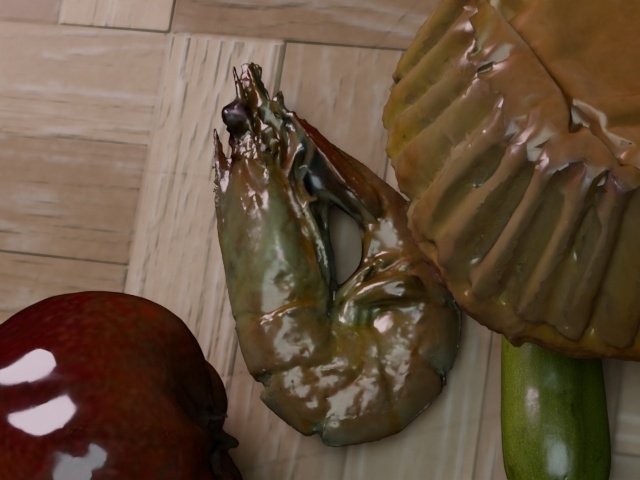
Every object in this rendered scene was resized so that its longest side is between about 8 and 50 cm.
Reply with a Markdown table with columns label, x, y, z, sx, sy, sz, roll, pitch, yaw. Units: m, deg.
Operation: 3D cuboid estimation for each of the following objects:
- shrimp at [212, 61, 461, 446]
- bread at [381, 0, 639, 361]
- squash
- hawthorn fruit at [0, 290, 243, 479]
| label | x | y | z | sx | sy | sz | roll | pitch | yaw |
| --- | --- | --- | --- | --- | --- | --- | --- | --- | --- |
| shrimp | 0.000 | 0.000 | 1.115 | 0.145 | 0.061 | 0.267 | -21 | 70 | -3 |
| bread | 0.171 | -0.065 | 1.018 | 0.274 | 0.149 | 0.274 | 3 | 65 | -6 |
| squash | 0.139 | 0.074 | 1.064 | 0.066 | 0.066 | 0.201 | -8 | 69 | 10 |
| hawthorn fruit | -0.172 | 0.144 | 1.038 | 0.248 | 0.208 | 0.208 | -14 | 74 | -2 |
